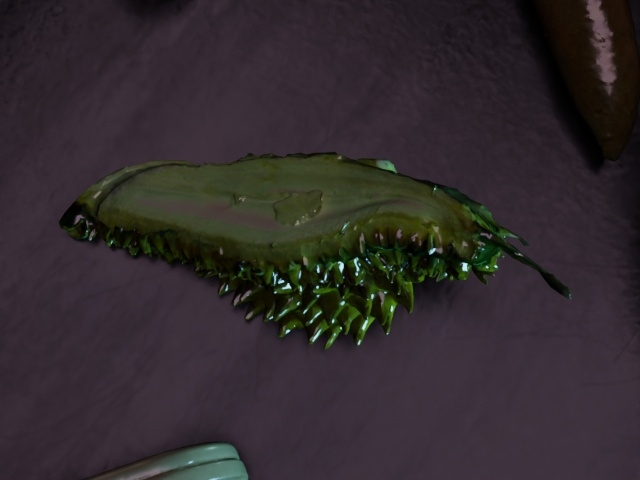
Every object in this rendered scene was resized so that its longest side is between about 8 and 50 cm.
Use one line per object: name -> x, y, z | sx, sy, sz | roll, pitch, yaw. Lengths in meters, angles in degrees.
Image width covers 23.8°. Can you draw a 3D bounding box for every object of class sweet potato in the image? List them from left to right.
sweet potato -> 0.210, -0.236, 1.119 | 0.108, 0.079, 0.346 | 20, 80, -28

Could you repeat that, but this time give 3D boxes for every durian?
durian -> -0.003, 0.001, 1.053 | 0.375, 0.106, 0.132 | 5, 72, 21

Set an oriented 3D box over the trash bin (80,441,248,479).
trash bin -> -0.131, 0.285, 1.001 | 0.243, 0.121, 0.247 | -20, 76, -4
